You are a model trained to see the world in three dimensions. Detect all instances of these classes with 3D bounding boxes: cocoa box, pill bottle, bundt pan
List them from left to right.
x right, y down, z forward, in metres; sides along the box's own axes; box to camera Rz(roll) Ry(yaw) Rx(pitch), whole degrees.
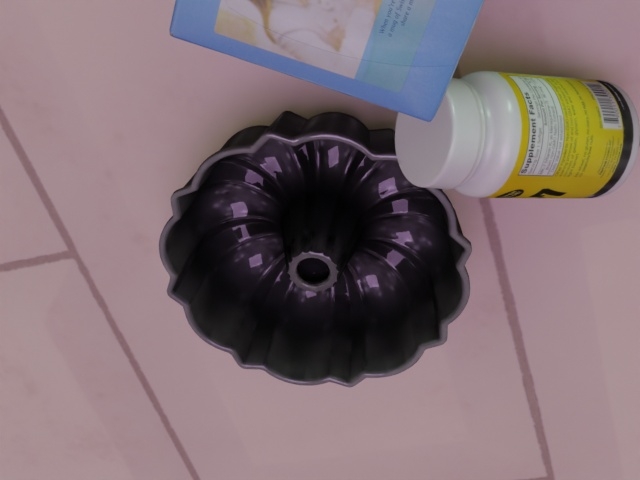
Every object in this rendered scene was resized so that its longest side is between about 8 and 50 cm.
[{"bbox_3d":[0.000,0.000,0.998,0.331,0.124,0.331,4,124,6],"label":"bundt pan"},{"bbox_3d":[0.045,-0.315,0.709,0.231,0.228,0.347,17,125,-4],"label":"cocoa box"},{"bbox_3d":[0.183,-0.098,0.860,0.208,0.119,0.119,-1,130,-26],"label":"pill bottle"}]
